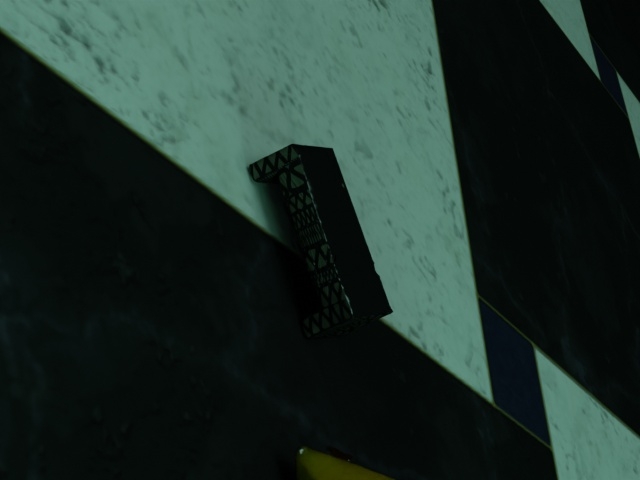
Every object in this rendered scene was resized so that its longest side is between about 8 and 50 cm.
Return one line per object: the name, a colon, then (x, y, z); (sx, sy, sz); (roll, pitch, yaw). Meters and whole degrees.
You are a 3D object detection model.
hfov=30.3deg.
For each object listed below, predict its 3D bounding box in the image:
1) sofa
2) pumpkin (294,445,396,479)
sofa: (0.000, 0.000, 0.745); (0.060, 0.039, 0.118); (1, 67, -63)
pumpkin: (0.083, 0.227, 0.619); (0.130, 0.253, 0.149); (-63, 167, -46)
